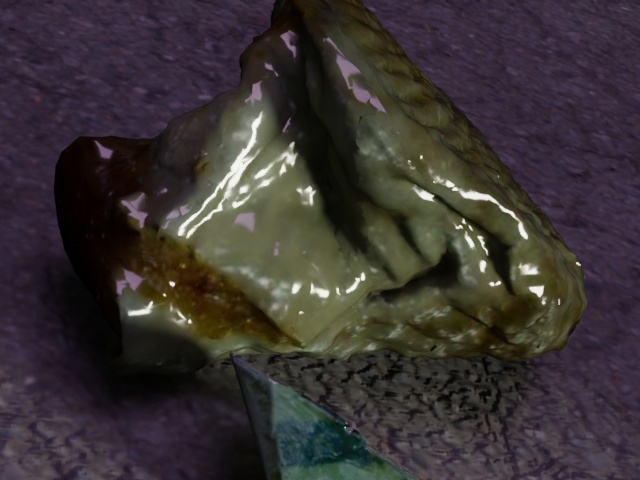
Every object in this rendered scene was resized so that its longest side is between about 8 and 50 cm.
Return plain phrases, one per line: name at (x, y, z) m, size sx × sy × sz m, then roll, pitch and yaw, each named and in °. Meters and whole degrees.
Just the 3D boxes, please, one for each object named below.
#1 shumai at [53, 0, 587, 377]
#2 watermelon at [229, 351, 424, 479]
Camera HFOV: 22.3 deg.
shumai at (0.000, 0.000, 0.846) m, size 0.272 × 0.203 × 0.222 m, roll 38°, pitch 16°, yaw -38°
watermelon at (0.022, 0.115, 0.734) m, size 0.180 × 0.081 × 0.094 m, roll 39°, pitch 19°, yaw 0°
